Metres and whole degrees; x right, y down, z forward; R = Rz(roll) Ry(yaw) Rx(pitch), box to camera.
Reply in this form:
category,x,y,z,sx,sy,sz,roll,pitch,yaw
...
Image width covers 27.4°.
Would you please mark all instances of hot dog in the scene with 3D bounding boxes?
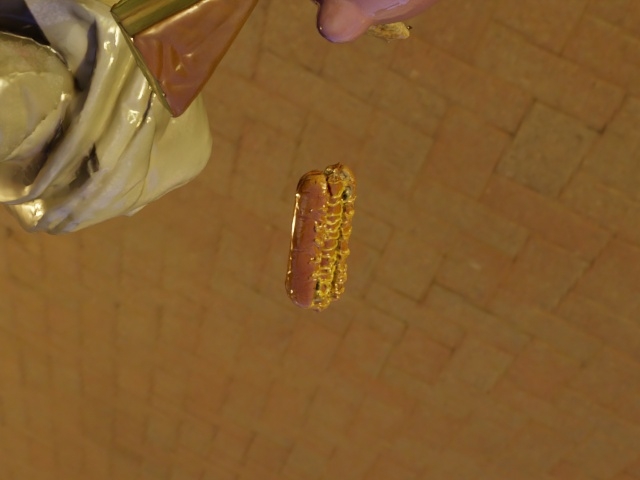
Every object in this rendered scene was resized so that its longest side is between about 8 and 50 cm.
category,x,y,z,sx,sy,sz,roll,pitch,yaw
hot dog,0.000,0.000,1.367,0.045,0.071,0.165,29,124,38

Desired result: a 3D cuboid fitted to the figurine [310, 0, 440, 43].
category,x,y,z,sx,sy,sz,roll,pitch,yaw
figurine,0.050,-0.277,1.197,0.173,0.173,0.173,22,154,12

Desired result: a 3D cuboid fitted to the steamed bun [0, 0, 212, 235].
category,x,y,z,sx,sy,sz,roll,pitch,yaw
steamed bun,-0.320,-0.162,1.372,0.394,0.237,0.346,37,122,9

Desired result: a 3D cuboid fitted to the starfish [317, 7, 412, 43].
category,x,y,z,sx,sy,sz,roll,pitch,yaw
starfish,-0.017,-0.324,1.395,0.432,0.082,0.324,11,145,7

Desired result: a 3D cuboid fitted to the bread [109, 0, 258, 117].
category,x,y,z,sx,sy,sz,roll,pitch,yaw
bread,-0.087,-0.177,1.065,0.074,0.139,0.084,47,167,50
